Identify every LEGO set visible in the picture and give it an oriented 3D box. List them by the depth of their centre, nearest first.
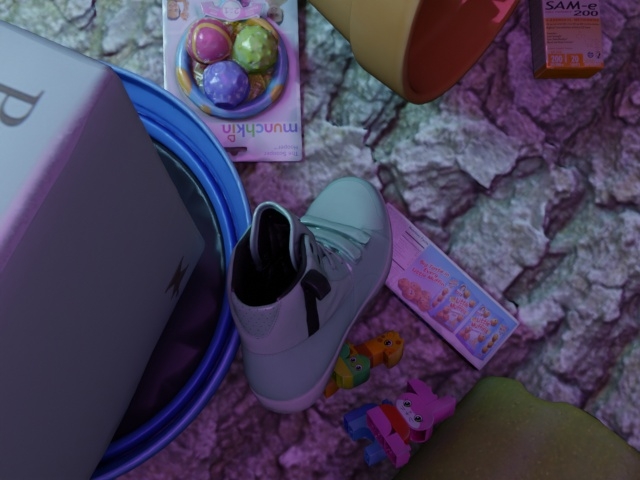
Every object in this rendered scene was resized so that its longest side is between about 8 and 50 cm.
[{"bbox_3d":[0.048,0.112,0.708,0.093,0.087,0.227,-21,47,-19],"label":"LEGO set"}]

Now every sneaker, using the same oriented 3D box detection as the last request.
[{"bbox_3d":[0.000,0.000,0.650,0.094,0.151,0.256,8,48,17],"label":"sneaker"}]

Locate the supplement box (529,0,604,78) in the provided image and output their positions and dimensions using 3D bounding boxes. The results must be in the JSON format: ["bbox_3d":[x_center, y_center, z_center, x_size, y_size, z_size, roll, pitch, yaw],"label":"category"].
[{"bbox_3d":[0.252,-0.219,0.794,0.062,0.036,0.098,-2,84,-5],"label":"supplement box"}]

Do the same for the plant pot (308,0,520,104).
[{"bbox_3d":[0.077,-0.298,0.684,0.203,0.291,0.291,36,82,17],"label":"plant pot"}]

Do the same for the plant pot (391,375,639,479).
[{"bbox_3d":[0.143,0.265,0.641,0.276,0.276,0.254,38,71,0],"label":"plant pot"}]

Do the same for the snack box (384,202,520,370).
[{"bbox_3d":[0.110,0.045,0.763,0.178,0.022,0.064,43,82,1],"label":"snack box"}]

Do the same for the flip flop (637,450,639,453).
[{"bbox_3d":[0.267,0.329,0.715,0.112,0.080,0.277,31,83,-1],"label":"flip flop"}]

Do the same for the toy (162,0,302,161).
[{"bbox_3d":[-0.089,-0.198,0.758,0.137,0.056,0.237,-2,84,-3],"label":"toy"}]

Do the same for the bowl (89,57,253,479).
[{"bbox_3d":[-0.250,0.026,0.685,0.391,0.077,0.391,0,75,-1],"label":"bowl"}]

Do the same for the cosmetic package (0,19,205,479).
[{"bbox_3d":[-0.331,0.026,0.477,0.394,0.327,0.329,23,76,5],"label":"cosmetic package"}]
